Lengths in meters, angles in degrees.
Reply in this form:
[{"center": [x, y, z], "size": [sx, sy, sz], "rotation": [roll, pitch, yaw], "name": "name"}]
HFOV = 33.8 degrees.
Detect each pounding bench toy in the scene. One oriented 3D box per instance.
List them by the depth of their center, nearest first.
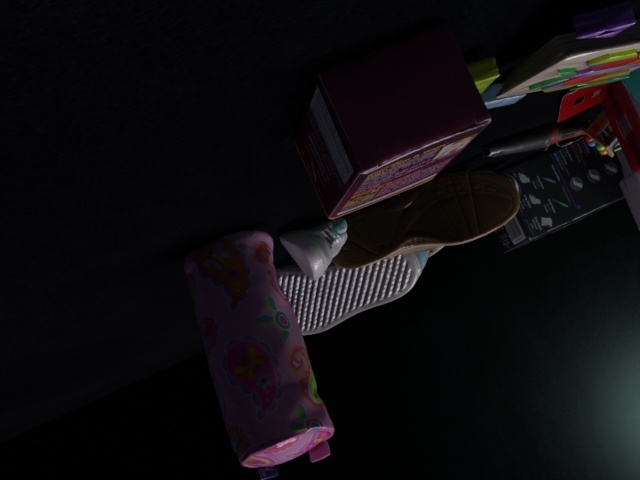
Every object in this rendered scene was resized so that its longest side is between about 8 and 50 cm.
[{"center": [0.449, -0.158, 1.604], "size": [0.065, 0.083, 0.052], "rotation": [-51, 152, 6], "name": "pounding bench toy"}]

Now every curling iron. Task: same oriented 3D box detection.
[{"center": [0.331, -0.149, 1.591], "size": [0.274, 0.035, 0.068], "rotation": [-18, 172, -46], "name": "curling iron"}]

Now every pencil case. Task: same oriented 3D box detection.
[{"center": [-0.075, 0.130, 1.257], "size": [0.124, 0.284, 0.124], "rotation": [-17, 157, -7], "name": "pencil case"}]

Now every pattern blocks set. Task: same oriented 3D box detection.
[{"center": [0.245, -0.160, 0.913], "size": [0.286, 0.026, 0.325], "rotation": [-12, 179, 4], "name": "pattern blocks set"}]

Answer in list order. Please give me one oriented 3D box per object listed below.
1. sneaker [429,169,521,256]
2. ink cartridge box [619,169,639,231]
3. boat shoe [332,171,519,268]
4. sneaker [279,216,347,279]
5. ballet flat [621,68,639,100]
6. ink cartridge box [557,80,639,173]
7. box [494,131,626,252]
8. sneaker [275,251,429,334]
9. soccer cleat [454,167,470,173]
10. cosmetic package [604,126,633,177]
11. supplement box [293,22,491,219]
[{"center": [0.228, -0.039, 1.861], "size": [0.282, 0.099, 0.153], "rotation": [-31, 169, 33], "name": "sneaker"}, {"center": [0.505, -0.023, 1.399], "size": [0.140, 0.190, 0.082], "rotation": [-21, 174, -1], "name": "ink cartridge box"}, {"center": [0.156, -0.032, 1.630], "size": [0.302, 0.109, 0.098], "rotation": [-19, 180, 8], "name": "boat shoe"}, {"center": [0.000, 0.000, 1.496], "size": [0.094, 0.080, 0.212], "rotation": [-36, -179, -1], "name": "sneaker"}, {"center": [0.404, -0.227, 0.992], "size": [0.106, 0.107, 0.316], "rotation": [-43, -172, -25], "name": "ballet flat"}, {"center": [0.470, -0.181, 1.414], "size": [0.272, 0.130, 0.309], "rotation": [-24, 175, 11], "name": "ink cartridge box"}, {"center": [0.459, -0.101, 2.008], "size": [0.270, 0.143, 0.165], "rotation": [-24, 175, -10], "name": "box"}, {"center": [0.035, 0.064, 1.834], "size": [0.366, 0.135, 0.150], "rotation": [-14, -164, 31], "name": "sneaker"}, {"center": [0.187, -0.052, 1.699], "size": [0.179, 0.072, 0.060], "rotation": [-29, 172, 41], "name": "soccer cleat"}, {"center": [0.600, -0.157, 1.744], "size": [0.156, 0.217, 0.385], "rotation": [-25, 176, 7], "name": "cosmetic package"}, {"center": [0.048, -0.085, 0.814], "size": [0.104, 0.080, 0.188], "rotation": [-23, 174, -10], "name": "supplement box"}]
